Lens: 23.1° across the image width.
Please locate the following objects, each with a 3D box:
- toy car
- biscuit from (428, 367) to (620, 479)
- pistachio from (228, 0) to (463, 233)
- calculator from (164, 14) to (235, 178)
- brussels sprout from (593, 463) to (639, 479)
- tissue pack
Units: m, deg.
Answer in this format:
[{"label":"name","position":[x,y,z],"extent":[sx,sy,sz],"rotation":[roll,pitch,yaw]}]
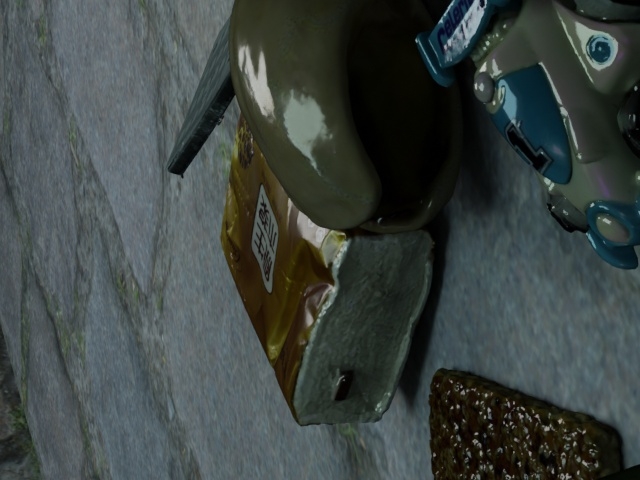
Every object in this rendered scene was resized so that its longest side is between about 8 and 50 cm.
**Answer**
[{"label":"toy car","position":[0.118,-0.067,0.795],"extent":[0.126,0.098,0.161],"rotation":[124,138,-64]},{"label":"biscuit","position":[0.120,0.156,0.965],"extent":[0.231,0.025,0.131],"rotation":[-171,76,-69]},{"label":"pistachio","position":[0.012,-0.101,1.018],"extent":[0.153,0.138,0.238],"rotation":[-66,34,35]},{"label":"calculator","position":[-0.070,-0.160,1.300],"extent":[0.261,0.021,0.161],"rotation":[134,157,-64]},{"label":"brussels sprout","position":[0.151,0.215,0.522],"extent":[0.355,0.289,0.281],"rotation":[-25,86,57]},{"label":"tissue pack","position":[0.000,0.000,1.155],"extent":[0.226,0.092,0.183],"rotation":[-114,27,-49]}]
